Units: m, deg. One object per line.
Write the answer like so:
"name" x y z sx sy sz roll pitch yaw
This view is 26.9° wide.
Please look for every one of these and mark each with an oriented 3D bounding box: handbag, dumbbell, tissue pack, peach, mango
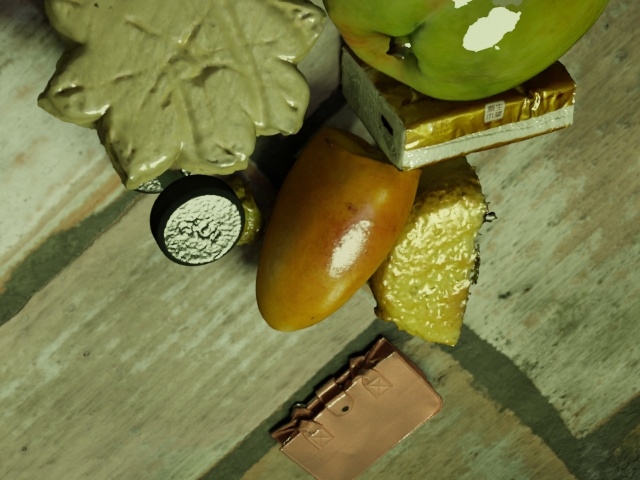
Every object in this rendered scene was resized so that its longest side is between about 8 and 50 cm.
"handbag" 0.052 0.247 1.877 0.212 0.059 0.157 -41 131 5
"dumbbell" -0.159 -0.062 1.467 0.100 0.191 0.100 -14 129 -18
"tissue pack" 0.158 -0.177 1.552 0.226 0.183 0.092 -17 137 -16
"peach" 0.165 -0.300 1.394 0.315 0.314 0.281 -47 110 -21
"mango" 0.000 0.000 1.583 0.138 0.187 0.257 17 102 -33

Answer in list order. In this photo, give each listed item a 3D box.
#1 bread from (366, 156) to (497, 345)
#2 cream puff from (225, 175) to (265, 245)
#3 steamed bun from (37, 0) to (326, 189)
"bread" 0.110 0.005 1.678 0.147 0.160 0.260 -4 130 -17
"cream puff" -0.097 -0.035 1.602 0.083 0.058 0.083 -21 111 38
"steamed bun" -0.154 -0.193 1.388 0.292 0.137 0.295 16 90 -12
